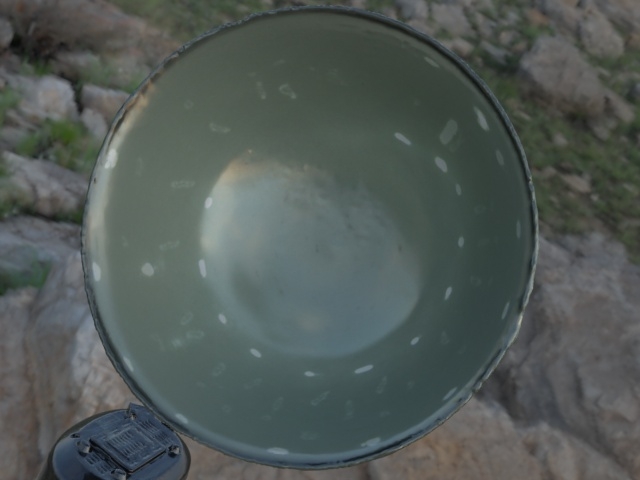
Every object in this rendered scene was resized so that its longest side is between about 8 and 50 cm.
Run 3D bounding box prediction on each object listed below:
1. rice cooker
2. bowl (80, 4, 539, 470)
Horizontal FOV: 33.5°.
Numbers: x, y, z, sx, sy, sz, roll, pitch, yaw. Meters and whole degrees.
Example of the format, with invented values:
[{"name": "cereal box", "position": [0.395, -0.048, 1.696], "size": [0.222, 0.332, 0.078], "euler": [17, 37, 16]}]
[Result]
[{"name": "rice cooker", "position": [-0.185, 0.215, 0.946], "size": [0.112, 0.106, 0.165], "euler": [34, 26, 15]}, {"name": "bowl", "position": [0.000, 0.000, 0.830], "size": [0.337, 0.337, 0.157], "euler": [36, 3, 11]}]
